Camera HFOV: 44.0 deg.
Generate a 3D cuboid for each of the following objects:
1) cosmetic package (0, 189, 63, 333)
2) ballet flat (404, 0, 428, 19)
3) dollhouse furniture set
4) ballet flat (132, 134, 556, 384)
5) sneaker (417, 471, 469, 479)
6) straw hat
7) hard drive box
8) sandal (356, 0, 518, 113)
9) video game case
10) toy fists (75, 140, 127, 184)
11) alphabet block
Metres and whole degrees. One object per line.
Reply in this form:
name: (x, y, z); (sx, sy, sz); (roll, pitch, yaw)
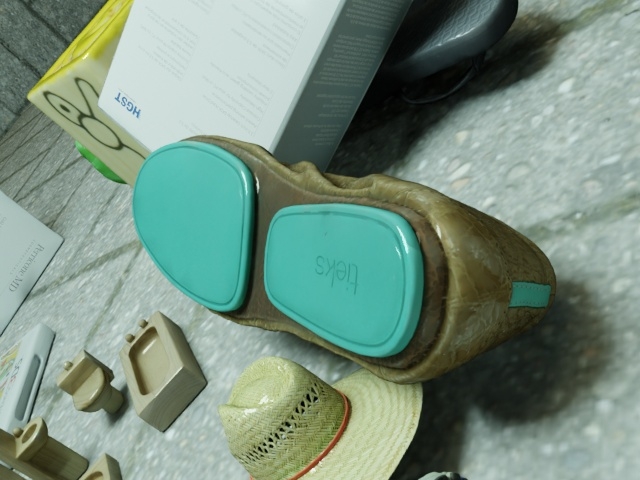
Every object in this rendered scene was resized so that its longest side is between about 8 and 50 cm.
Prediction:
cosmetic package: (-0.549, 0.062, 1.009); (0.097, 0.284, 0.377); (-21, 36, 44)
ballet flat: (0.103, -0.256, 0.736); (0.203, 0.074, 0.074); (-39, 27, 14)
dollhouse furniture set: (-0.189, 0.111, 0.591); (0.151, 0.123, 0.144); (-47, 27, -2)
ballet flat: (0.000, 0.000, 0.478); (0.342, 0.124, 0.116); (12, 97, 56)
sneaker: (0.020, 0.157, 0.319); (0.135, 0.052, 0.058); (-54, 16, -30)
straw hat: (-0.019, 0.092, 0.403); (0.144, 0.061, 0.144); (-43, 13, 12)
hard drive box: (-0.053, -0.157, 0.609); (0.181, 0.089, 0.232); (40, 116, 23)
sandal: (0.081, -0.146, 0.642); (0.097, 0.054, 0.254); (-55, 17, -15)
video game case: (-0.383, 0.216, 0.841); (0.227, 0.026, 0.206); (-39, 27, 16)
toy fists: (-0.197, -0.193, 1.004); (0.279, 0.142, 0.096); (-55, 28, -18)
alphabet block: (-0.157, -0.170, 0.852); (0.192, 0.197, 0.193); (-5, 48, 53)
